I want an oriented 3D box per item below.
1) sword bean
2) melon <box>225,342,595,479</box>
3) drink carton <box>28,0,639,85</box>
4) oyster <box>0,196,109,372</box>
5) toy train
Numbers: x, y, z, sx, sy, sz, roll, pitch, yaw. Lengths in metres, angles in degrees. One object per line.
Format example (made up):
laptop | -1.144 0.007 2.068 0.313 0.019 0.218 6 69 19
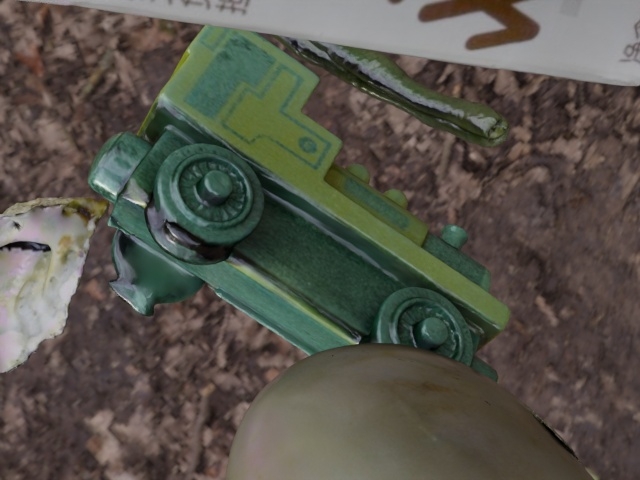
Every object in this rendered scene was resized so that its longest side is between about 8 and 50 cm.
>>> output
sword bean | 0.051 -0.146 1.021 0.269 0.038 0.043 32 137 29
melon | 0.066 0.196 0.721 0.317 0.223 0.223 43 130 46
drink carton | -0.010 -0.173 0.398 0.132 0.324 0.194 43 125 55
oyster | -0.303 0.036 1.140 0.133 0.072 0.209 22 91 -18
toy train | 0.000 0.000 0.956 0.369 0.237 0.150 34 140 -6
